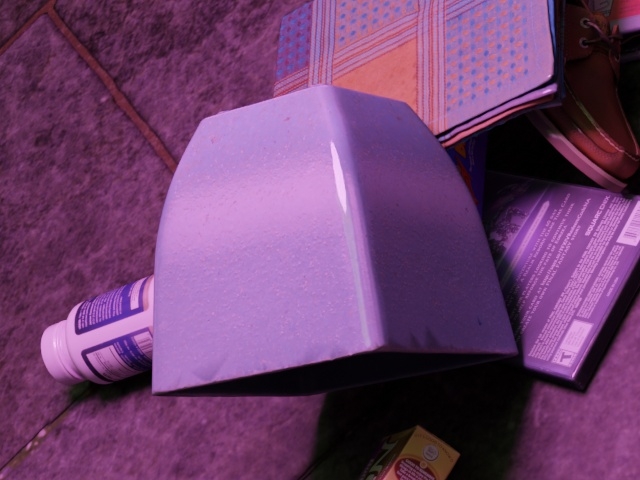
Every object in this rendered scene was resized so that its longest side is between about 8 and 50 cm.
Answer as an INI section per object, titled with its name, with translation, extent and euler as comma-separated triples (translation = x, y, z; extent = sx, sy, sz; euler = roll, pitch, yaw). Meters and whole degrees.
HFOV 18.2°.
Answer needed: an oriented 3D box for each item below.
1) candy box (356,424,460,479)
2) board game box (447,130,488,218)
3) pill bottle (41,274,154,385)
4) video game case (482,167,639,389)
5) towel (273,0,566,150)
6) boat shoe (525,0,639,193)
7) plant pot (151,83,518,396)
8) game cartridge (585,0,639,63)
[candy box]
translation = 0.043, 0.257, 1.763
extent = 0.187, 0.053, 0.109
euler = -57, 5, -17
[board game box]
translation = 0.008, -0.045, 2.049
extent = 0.347, 0.078, 0.233
euler = -22, 43, 32
[pill bottle]
translation = -0.212, 0.099, 2.131
extent = 0.169, 0.094, 0.094
euler = -20, 46, 28
[video game case]
translation = 0.185, 0.027, 1.901
extent = 0.274, 0.026, 0.196
euler = 13, 66, 47
[towel]
translation = 0.092, -0.183, 1.953
extent = 0.370, 0.040, 0.271
euler = -24, 47, 37
[boat shoe]
translation = 0.232, -0.181, 1.909
extent = 0.104, 0.110, 0.307
euler = -43, 52, 20
[plant pot]
translation = 0.000, 0.000, 1.803
extent = 0.247, 0.248, 0.252
euler = -14, 78, 33
[game cartridge]
translation = 0.339, -0.272, 2.000
extent = 0.294, 0.060, 0.196
euler = -10, 48, 36
